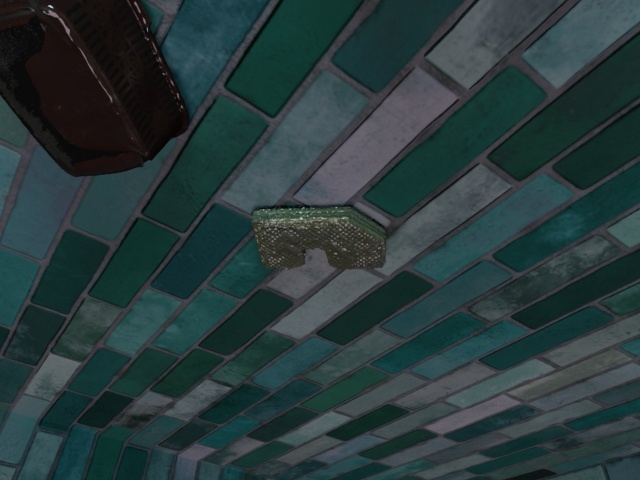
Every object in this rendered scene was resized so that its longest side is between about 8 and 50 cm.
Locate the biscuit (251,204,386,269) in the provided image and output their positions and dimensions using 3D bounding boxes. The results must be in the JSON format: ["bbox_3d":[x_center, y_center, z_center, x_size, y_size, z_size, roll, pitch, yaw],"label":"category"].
[{"bbox_3d":[0.000,0.000,0.941,0.250,0.046,0.147,0,137,4],"label":"biscuit"}]

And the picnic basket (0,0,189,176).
[{"bbox_3d":[-0.326,-0.217,0.663,0.223,0.129,0.296,-7,136,13],"label":"picnic basket"}]
